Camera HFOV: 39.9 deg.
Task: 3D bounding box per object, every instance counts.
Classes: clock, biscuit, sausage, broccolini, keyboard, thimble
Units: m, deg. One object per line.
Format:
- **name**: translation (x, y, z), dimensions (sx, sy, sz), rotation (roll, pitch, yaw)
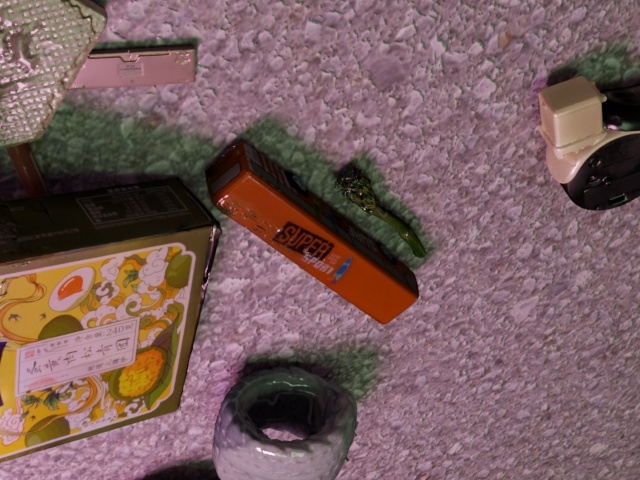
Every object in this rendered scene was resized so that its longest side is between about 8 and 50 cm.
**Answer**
- **clock**: translation (0.524, -0.188, 1.328), dimensions (0.379, 0.120, 0.276), rotation (-23, 136, 3)
- **biscuit**: translation (-0.380, -0.204, 1.061), dimensions (0.150, 0.052, 0.252), rotation (28, 110, -27)
- **sausage**: translation (-0.389, -0.077, 1.196), dimensions (0.029, 0.029, 0.223), rotation (-14, 131, -5)
- **broccolini**: translation (0.101, -0.039, 1.372), dimensions (0.054, 0.051, 0.239), rotation (2, 154, 41)
- **keyboard**: translation (-0.244, -0.224, 1.131), dimensions (0.166, 0.017, 0.055), rotation (-6, 134, -12)
- **thimble**: translation (-0.059, 0.335, 1.512), dimensions (0.250, 0.205, 0.172), rotation (-3, 130, -21)

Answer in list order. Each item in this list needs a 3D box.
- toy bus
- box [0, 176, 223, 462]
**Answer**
- **toy bus**: translation (0.000, 0.000, 1.334), dimensions (0.093, 0.092, 0.409), rotation (-40, 127, 19)
- **box**: translation (-0.371, 0.120, 1.210), dimensions (0.420, 0.138, 0.373), rotation (-11, 133, -34)
